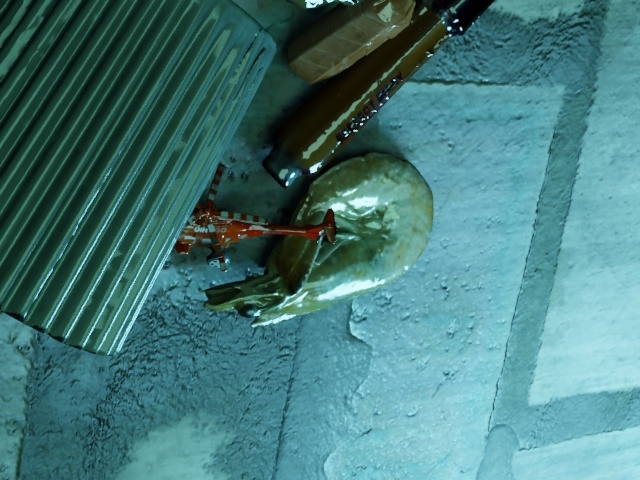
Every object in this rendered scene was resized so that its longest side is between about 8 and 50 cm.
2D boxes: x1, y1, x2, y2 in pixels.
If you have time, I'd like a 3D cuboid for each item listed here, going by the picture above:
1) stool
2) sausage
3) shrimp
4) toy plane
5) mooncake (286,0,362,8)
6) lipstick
[{"bbox_3d":[-0.226,-0.107,1.271,0.297,0.297,0.330,33,89,-37],"label":"stool"},{"bbox_3d":[0.036,-0.222,1.439,0.065,0.169,0.065,17,61,-33],"label":"sausage"},{"bbox_3d":[0.000,0.000,1.589,0.317,0.077,0.168,-22,112,-26],"label":"shrimp"},{"bbox_3d":[-0.087,-0.022,1.507,0.194,0.126,0.077,-15,158,-20],"label":"toy plane"},{"bbox_3d":[-0.010,-0.387,1.324,0.324,0.187,0.324,-13,121,-24],"label":"mooncake"},{"bbox_3d":[0.094,-0.219,1.534,0.418,0.077,0.077,-45,127,-4],"label":"lipstick"}]
